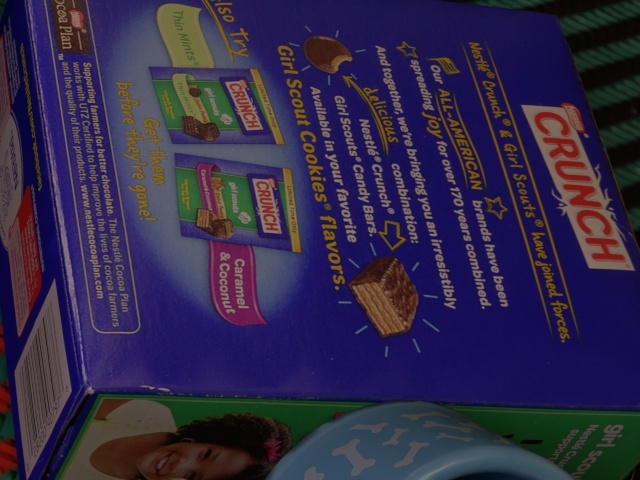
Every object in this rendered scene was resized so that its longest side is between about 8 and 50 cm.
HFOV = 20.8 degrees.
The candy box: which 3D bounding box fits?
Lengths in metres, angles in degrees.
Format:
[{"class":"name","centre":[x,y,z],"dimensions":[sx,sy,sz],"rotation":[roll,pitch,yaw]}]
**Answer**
[{"class":"candy box","centre":[0.000,0.000,0.897],"dimensions":[0.317,0.122,0.268],"rotation":[4,53,-23]}]

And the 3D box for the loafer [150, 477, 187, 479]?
[{"class":"loafer","centre":[0.024,0.156,0.788],"dimensions":[0.268,0.092,0.102],"rotation":[3,20,-23]}]

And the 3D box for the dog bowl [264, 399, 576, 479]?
[{"class":"dog bowl","centre":[0.084,0.204,0.724],"dimensions":[0.166,0.074,0.297],"rotation":[-39,104,-24]}]
